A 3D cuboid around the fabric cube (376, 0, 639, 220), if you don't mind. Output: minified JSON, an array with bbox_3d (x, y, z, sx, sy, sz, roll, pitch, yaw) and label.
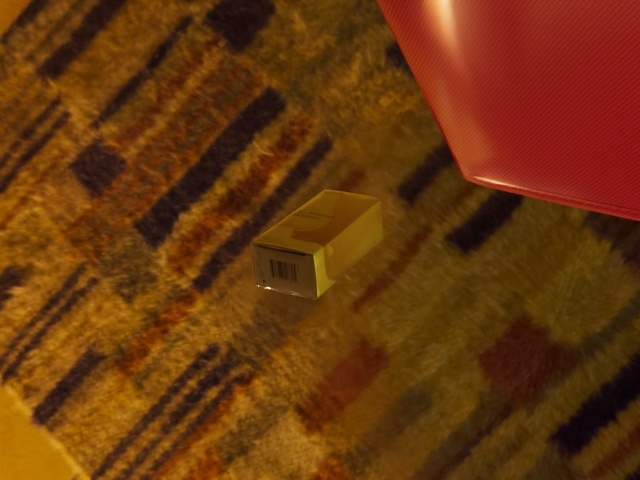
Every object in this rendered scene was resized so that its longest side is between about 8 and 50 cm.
[{"bbox_3d":[0.170,-0.174,0.308,0.254,0.258,0.259,17,64,42],"label":"fabric cube"}]

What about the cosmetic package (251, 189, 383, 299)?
[{"bbox_3d":[0.000,0.000,0.692,0.060,0.115,0.041,10,119,27],"label":"cosmetic package"}]
